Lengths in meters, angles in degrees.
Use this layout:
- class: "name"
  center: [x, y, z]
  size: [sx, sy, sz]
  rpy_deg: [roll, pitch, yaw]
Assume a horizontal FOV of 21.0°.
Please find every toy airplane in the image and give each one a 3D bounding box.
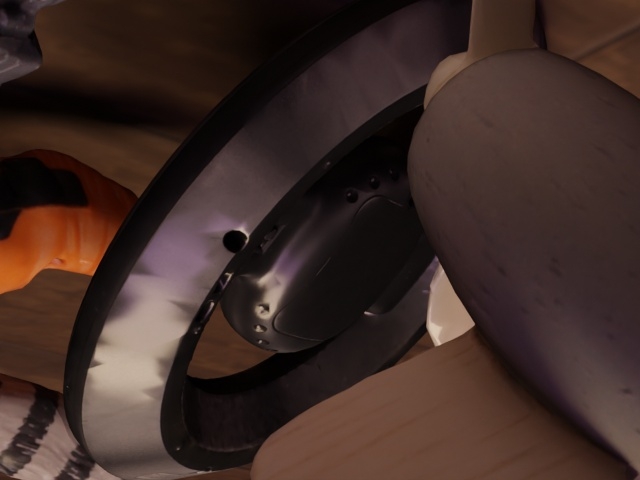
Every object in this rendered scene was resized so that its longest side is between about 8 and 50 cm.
- class: "toy airplane"
  center: [0.213, -0.043, 0.400]
  size: [0.384, 0.272, 0.386]
  rpy_deg: [-10, -162, 43]

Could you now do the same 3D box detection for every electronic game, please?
- class: "electronic game"
  center: [0.000, 0.000, 0.636]
  size: [0.229, 0.048, 0.229]
  rpy_deg: [-38, 154, -22]

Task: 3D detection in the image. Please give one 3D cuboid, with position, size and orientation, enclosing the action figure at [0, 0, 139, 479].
- class: "action figure"
  center: [-0.148, 0.004, 0.607]
  size: [0.341, 0.179, 0.330]
  rpy_deg: [-17, 163, 32]
